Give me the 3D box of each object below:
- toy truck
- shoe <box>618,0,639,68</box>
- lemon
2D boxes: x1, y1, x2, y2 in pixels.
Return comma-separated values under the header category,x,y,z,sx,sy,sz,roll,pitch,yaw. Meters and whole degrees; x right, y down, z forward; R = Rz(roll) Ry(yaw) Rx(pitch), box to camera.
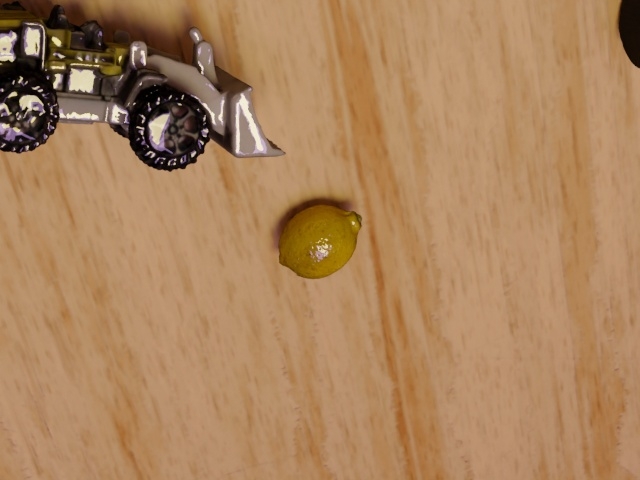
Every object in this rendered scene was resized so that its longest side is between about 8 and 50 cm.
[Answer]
category,x,y,z,sx,sy,sz,roll,pitch,yaw
toy truck,-0.167,-0.122,1.377,0.286,0.136,0.111,5,103,-21
shoe,0.333,-0.258,1.439,0.098,0.103,0.274,4,131,-20
lemon,0.000,0.000,1.556,0.083,0.062,0.062,-30,128,9
